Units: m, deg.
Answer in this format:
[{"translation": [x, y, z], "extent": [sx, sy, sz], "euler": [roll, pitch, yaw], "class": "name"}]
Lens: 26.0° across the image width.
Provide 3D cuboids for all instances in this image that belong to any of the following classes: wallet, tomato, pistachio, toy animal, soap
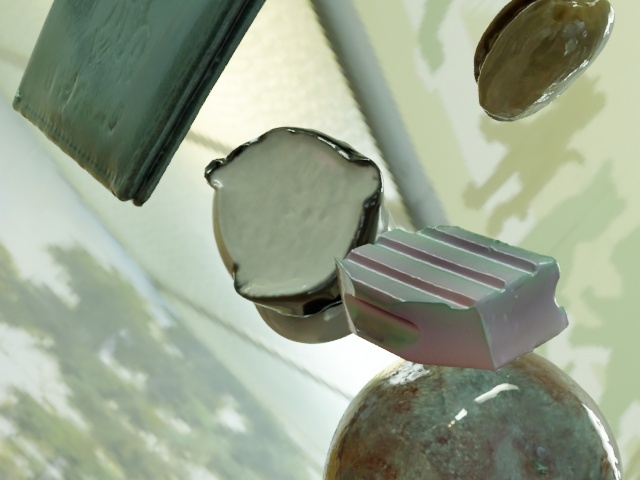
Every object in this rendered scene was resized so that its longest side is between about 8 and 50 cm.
[{"translation": [-0.096, -0.159, 0.866], "extent": [0.054, 0.251, 0.290], "euler": [26, 5, -31], "class": "wallet"}, {"translation": [0.159, 0.256, 1.442], "extent": [0.317, 0.317, 0.282], "euler": [45, -30, 0], "class": "tomato"}, {"translation": [0.266, -0.233, 1.688], "extent": [0.131, 0.129, 0.206], "euler": [27, -48, -17], "class": "pistachio"}, {"translation": [-0.008, 0.001, 1.343], "extent": [0.235, 0.165, 0.187], "euler": [65, 10, -73], "class": "toy animal"}, {"translation": [0.080, 0.037, 0.935], "extent": [0.149, 0.100, 0.056], "euler": [21, -50, 54], "class": "soap"}]
